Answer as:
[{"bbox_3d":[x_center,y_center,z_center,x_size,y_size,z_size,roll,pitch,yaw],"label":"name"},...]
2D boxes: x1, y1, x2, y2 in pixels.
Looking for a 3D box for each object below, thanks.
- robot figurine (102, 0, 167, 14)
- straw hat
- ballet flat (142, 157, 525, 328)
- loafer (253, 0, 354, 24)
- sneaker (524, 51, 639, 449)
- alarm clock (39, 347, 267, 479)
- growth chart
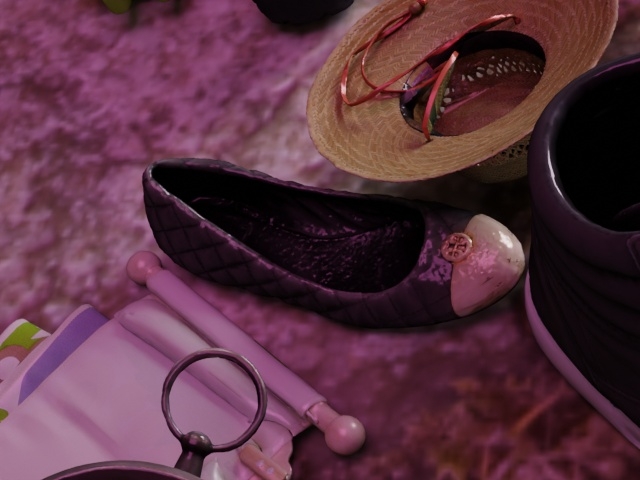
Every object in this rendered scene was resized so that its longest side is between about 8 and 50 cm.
[{"bbox_3d":[-0.097,-0.171,0.771,0.101,0.067,0.115,-13,53,15],"label":"robot figurine"},{"bbox_3d":[0.069,-0.057,0.634,0.144,0.061,0.144,-23,39,20],"label":"straw hat"},{"bbox_3d":[0.000,0.000,0.629,0.173,0.049,0.057,8,62,25],"label":"ballet flat"},{"bbox_3d":[-0.013,-0.209,0.757,0.076,0.078,0.223,-11,54,14],"label":"loafer"},{"bbox_3d":[0.167,0.046,0.473,0.104,0.147,0.295,-42,54,-12],"label":"sneaker"},{"bbox_3d":[-0.062,0.129,0.540,0.129,0.064,0.192,16,75,11],"label":"alarm clock"},{"bbox_3d":[-0.120,0.104,0.623,0.237,0.021,0.172,-41,52,-9],"label":"growth chart"}]
